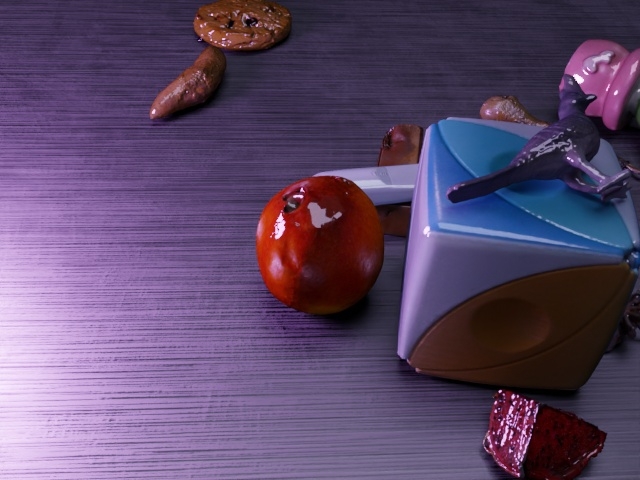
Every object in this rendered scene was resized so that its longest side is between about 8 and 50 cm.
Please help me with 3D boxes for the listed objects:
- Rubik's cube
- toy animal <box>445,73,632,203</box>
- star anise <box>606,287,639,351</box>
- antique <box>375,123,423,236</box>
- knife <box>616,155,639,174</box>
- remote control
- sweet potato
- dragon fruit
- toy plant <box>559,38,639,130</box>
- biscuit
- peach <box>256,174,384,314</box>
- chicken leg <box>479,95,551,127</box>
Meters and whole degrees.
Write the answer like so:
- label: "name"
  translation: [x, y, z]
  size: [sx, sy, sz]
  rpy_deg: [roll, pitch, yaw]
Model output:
- label: "Rubik's cube"
  translation: [0.323, 0.021, 1.361]
  size: [0.347, 0.352, 0.351]
  rpy_deg: [7, 44, 5]
- label: "toy animal"
  translation: [0.378, -0.123, 1.209]
  size: [0.206, 0.081, 0.367]
  rpy_deg: [34, 57, 24]
- label: "star anise"
  translation: [0.621, 0.162, 1.475]
  size: [0.227, 0.218, 0.148]
  rpy_deg: [37, 1, -20]
- label: "antique"
  translation: [0.170, -0.143, 1.730]
  size: [0.093, 0.087, 0.310]
  rpy_deg: [8, 43, 7]
- label: "knife"
  translation: [0.704, -0.188, 1.862]
  size: [0.222, 0.021, 0.045]
  rpy_deg: [28, 47, 30]
- label: "remote control"
  translation: [0.133, -0.120, 1.603]
  size: [0.293, 0.051, 0.103]
  rpy_deg: [-5, 43, -9]
- label: "sweet potato"
  translation: [-0.311, -0.402, 1.985]
  size: [0.114, 0.092, 0.341]
  rpy_deg: [-4, 36, 30]
- label: "dragon fruit"
  translation: [0.354, 0.320, 1.247]
  size: [0.161, 0.120, 0.127]
  rpy_deg: [21, -4, -16]
- label: "toy plant"
  translation: [0.769, -0.339, 1.919]
  size: [0.356, 0.210, 0.317]
  rpy_deg: [31, 82, 22]
- label: "biscuit"
  translation: [-0.222, -0.637, 2.259]
  size: [0.296, 0.075, 0.296]
  rpy_deg: [2, 42, -2]
- label: "peach"
  translation: [0.000, 0.000, 1.426]
  size: [0.238, 0.281, 0.281]
  rpy_deg: [27, 47, 25]
- label: "chicken leg"
  translation: [0.498, -0.305, 1.948]
  size: [0.198, 0.069, 0.085]
  rpy_deg: [25, 48, 13]
